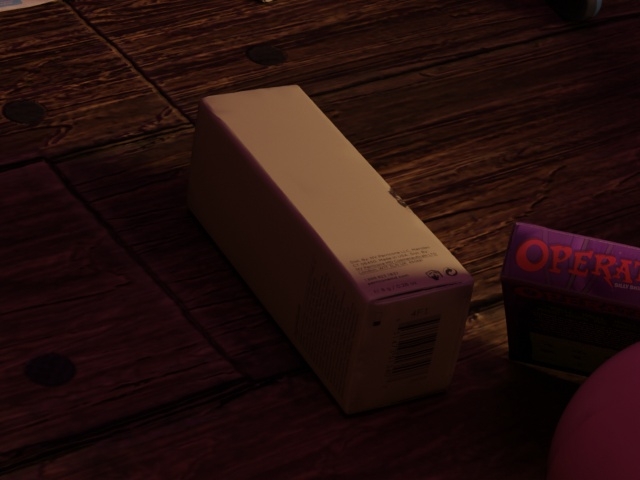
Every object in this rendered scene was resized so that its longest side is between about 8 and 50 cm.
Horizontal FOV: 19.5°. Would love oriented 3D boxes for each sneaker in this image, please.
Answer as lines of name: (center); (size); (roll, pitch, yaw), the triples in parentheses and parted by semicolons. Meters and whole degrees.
sneaker: (0.259, -0.293, 1.908); (0.082, 0.069, 0.209); (1, 36, -18)

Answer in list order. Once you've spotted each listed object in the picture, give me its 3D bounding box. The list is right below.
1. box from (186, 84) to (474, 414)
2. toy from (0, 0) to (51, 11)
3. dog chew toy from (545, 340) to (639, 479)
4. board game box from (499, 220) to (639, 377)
box: (0.000, 0.000, 1.407); (0.094, 0.113, 0.275); (-11, 42, -27)
toy: (-0.305, -0.310, 1.809); (0.137, 0.056, 0.237); (-14, 42, -28)
dog chew toy: (0.244, 0.210, 1.109); (0.206, 0.207, 0.332); (5, 44, -6)
board game box: (0.299, 0.075, 1.286); (0.346, 0.208, 0.056); (13, 77, 11)
